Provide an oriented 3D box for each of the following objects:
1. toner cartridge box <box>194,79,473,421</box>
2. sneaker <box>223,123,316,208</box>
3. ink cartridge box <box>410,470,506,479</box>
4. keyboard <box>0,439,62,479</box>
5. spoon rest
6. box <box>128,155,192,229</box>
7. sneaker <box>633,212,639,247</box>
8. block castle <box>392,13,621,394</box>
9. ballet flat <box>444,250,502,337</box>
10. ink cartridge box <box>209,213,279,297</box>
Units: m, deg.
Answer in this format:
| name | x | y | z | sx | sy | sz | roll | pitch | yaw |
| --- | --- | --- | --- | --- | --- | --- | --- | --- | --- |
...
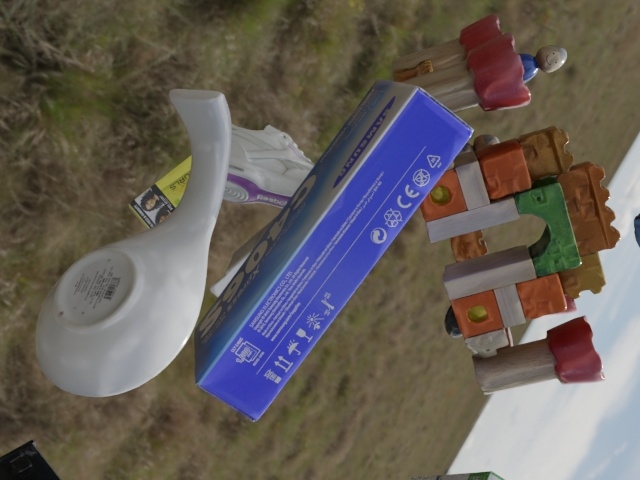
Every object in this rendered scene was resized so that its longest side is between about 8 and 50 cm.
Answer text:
| name | x | y | z | sx | sy | sz | roll | pitch | yaw |
| --- | --- | --- | --- | --- | --- | --- | --- | --- | --- |
| toner cartridge box | 0.000 | 0.000 | 0.863 | 0.347 | 0.075 | 0.165 | -54 | -164 | 5 |
| sneaker | -0.043 | -0.113 | 1.378 | 0.114 | 0.305 | 0.152 | 129 | -24 | -55 |
| ink cartridge box | 0.244 | 0.440 | 1.341 | 0.208 | 0.153 | 0.086 | -28 | -148 | 55 |
| keyboard | -0.281 | 0.214 | 0.636 | 0.180 | 0.108 | 0.023 | -26 | 154 | -46 |
| spoon rest | -0.139 | 0.004 | 0.706 | 0.276 | 0.137 | 0.084 | -69 | 152 | -26 |
| box | -0.243 | -0.105 | 1.596 | 0.232 | 0.087 | 0.058 | -39 | -175 | -13 |
| sneaker | 0.465 | -0.065 | 1.071 | 0.209 | 0.082 | 0.069 | -44 | -155 | -22 |
| block castle | 0.252 | -0.053 | 1.113 | 0.303 | 0.213 | 0.453 | -70 | 143 | -69 |
| ballet flat | 0.253 | 0.082 | 1.352 | 0.173 | 0.057 | 0.049 | -47 | 163 | -15 |
| ink cartridge box | -0.057 | 0.035 | 1.187 | 0.180 | 0.104 | 0.060 | -38 | -161 | 26 |
